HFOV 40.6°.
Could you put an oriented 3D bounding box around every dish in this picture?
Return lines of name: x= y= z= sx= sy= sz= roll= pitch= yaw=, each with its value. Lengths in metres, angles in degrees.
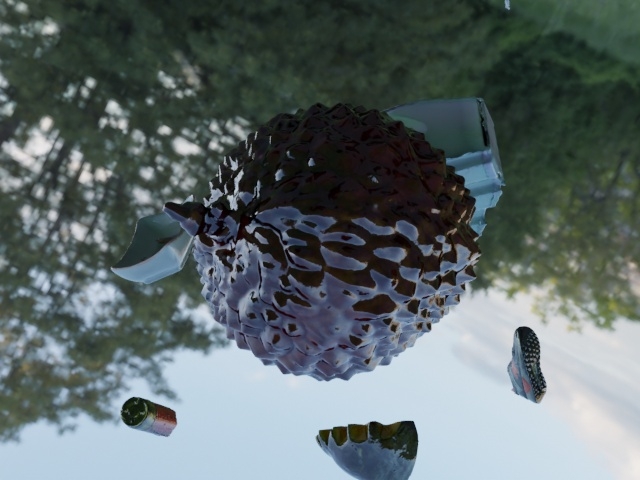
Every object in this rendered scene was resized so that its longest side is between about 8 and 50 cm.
dish: x=-0.316 y=0.008 z=1.737 sx=0.077 sy=0.151 sz=0.212 roll=58 pitch=-160 yaw=-24

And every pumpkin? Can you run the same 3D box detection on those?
pumpkin: x=0.086 y=0.470 z=1.849 sx=0.130 sy=0.149 sz=0.254 roll=7 pitch=158 yaw=-38

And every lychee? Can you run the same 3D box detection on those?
lychee: x=0.000 y=0.000 z=1.281 sx=0.500 sy=0.424 sz=0.424 roll=3 pitch=-161 yaw=-30

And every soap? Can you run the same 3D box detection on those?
soap: x=0.118 y=-0.096 z=1.602 sx=0.261 sy=0.446 sz=0.156 roll=55 pitch=-152 yaw=-39

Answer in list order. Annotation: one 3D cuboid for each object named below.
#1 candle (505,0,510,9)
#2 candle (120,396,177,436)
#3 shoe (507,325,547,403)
candle: x=0.437 y=-0.609 z=1.788 sx=0.187 sy=0.330 sz=0.187 roll=14 pitch=-130 yaw=-18
candle: x=-0.268 y=0.286 z=1.387 sx=0.052 sy=0.052 sz=0.130 roll=32 pitch=172 yaw=26
shoe: x=0.452 y=0.279 z=1.950 sx=0.077 sy=0.194 sz=0.074 roll=4 pitch=-149 yaw=43
